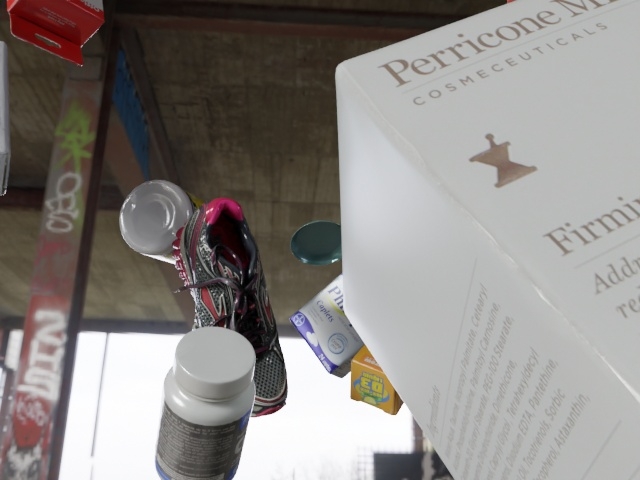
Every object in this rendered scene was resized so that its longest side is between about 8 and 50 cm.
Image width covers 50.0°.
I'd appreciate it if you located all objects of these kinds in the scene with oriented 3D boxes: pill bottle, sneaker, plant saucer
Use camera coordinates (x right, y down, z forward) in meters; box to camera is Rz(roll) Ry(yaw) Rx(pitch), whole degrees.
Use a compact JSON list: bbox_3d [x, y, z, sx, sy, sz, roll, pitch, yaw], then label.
[{"bbox_3d":[-0.231,-0.020,1.138,0.119,0.119,0.208,-3,-10,12],"label":"pill bottle"},{"bbox_3d":[-0.118,0.088,0.913,0.120,0.299,0.112,-12,-17,-36],"label":"sneaker"},{"bbox_3d":[0.000,0.000,1.335,0.119,0.021,0.119,-3,-46,-3],"label":"plant saucer"},{"bbox_3d":[-0.098,0.145,0.586,0.078,0.078,0.137,6,-56,-13],"label":"pill bottle"}]

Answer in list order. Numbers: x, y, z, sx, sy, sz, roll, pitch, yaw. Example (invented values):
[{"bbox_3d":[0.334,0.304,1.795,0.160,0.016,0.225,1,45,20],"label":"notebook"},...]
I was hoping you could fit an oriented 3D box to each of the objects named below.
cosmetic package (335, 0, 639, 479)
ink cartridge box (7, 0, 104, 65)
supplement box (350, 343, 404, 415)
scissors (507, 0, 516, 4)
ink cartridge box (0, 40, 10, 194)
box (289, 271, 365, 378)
[{"bbox_3d":[0.243,0.040,0.554,0.329,0.394,0.328,-24,-38,-15],"label":"cosmetic package"},{"bbox_3d":[-0.439,-0.419,1.139,0.078,0.231,0.134,-32,-31,30],"label":"ink cartridge box"},{"bbox_3d":[0.130,0.162,1.055,0.078,0.233,0.080,16,-55,25],"label":"supplement box"},{"bbox_3d":[0.251,-0.276,0.842,0.108,0.021,0.297,25,-31,22],"label":"scissors"},{"bbox_3d":[-0.534,-0.174,0.780,0.329,0.324,0.072,4,-56,-27],"label":"ink cartridge box"},{"bbox_3d":[0.041,0.140,1.162,0.137,0.126,0.072,-41,-27,5],"label":"box"}]
